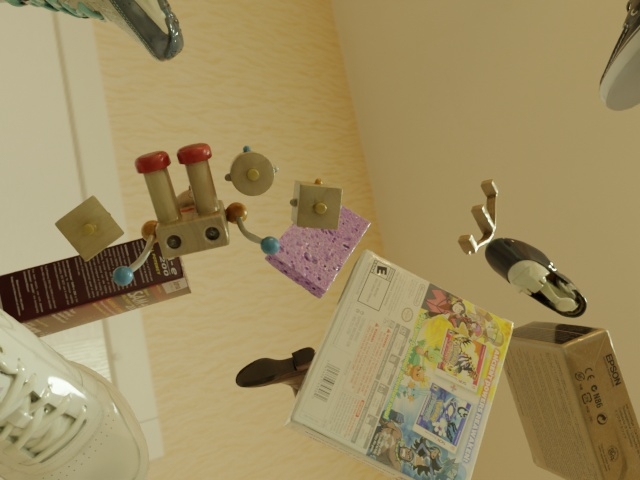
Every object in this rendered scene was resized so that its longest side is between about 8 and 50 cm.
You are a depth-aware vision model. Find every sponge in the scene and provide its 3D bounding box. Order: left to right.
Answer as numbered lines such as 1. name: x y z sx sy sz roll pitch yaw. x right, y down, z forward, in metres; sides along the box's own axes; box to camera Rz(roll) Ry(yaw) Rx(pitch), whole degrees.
1. sponge: 0.000 0.000 1.113 0.117 0.210 0.031 36 -46 0

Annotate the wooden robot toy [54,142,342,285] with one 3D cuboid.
1. wooden robot toy: -0.077 -0.026 0.416 0.079 0.173 0.076 -128 -153 -76

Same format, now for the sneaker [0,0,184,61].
1. sneaker: -0.249 -0.248 0.575 0.283 0.110 0.122 42 -92 2

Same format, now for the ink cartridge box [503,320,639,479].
1. ink cartridge box: 0.382 0.249 0.971 0.193 0.088 0.234 169 -98 -77

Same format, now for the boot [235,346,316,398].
1. boot: -0.038 0.185 0.777 0.106 0.114 0.037 -16 -135 4

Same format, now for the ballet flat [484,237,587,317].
1. ballet flat: 0.342 0.063 0.979 0.074 0.203 0.074 -44 -154 29

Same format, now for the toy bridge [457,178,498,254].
1. toy bridge: 0.302 -0.038 1.169 0.026 0.188 0.063 -12 -57 39

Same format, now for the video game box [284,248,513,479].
1. video game box: 0.088 0.137 0.657 0.187 0.205 0.048 26 -28 0

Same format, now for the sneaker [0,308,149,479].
1. sneaker: -0.246 0.119 0.465 0.114 0.305 0.152 -47 -155 -12

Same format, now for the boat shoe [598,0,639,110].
1. boat shoe: 0.360 -0.247 0.654 0.076 0.080 0.228 -112 -144 -44

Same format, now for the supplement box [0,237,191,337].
1. supplement box: -0.308 0.064 0.871 0.130 0.240 0.073 115 -42 -73
